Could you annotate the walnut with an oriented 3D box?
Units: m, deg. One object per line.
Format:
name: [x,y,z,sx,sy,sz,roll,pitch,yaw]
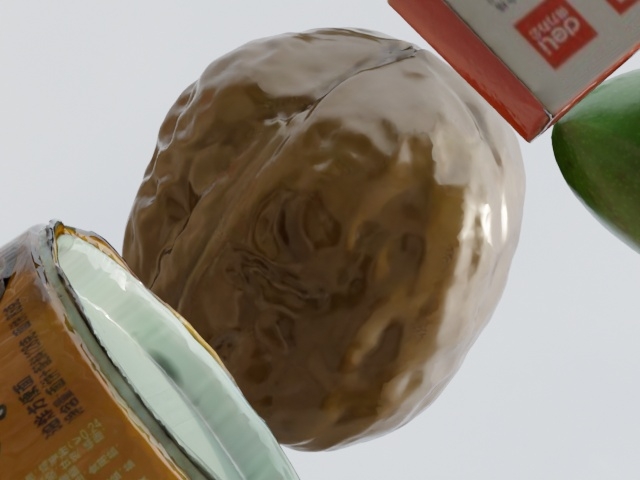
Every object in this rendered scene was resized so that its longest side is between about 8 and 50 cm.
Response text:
walnut: [0.000,0.000,0.938,0.354,0.307,0.398,48,-65,37]

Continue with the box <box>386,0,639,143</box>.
box: [0.159,-0.168,0.551,0.123,0.229,0.050,48,-12,9]

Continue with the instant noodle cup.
instant noodle cup: [-0.115,0.106,0.391,0.216,0.172,0.216,51,1,-1]

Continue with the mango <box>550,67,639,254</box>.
mango: [0.339,-0.036,0.644,0.381,0.225,0.201,10,-73,9]
